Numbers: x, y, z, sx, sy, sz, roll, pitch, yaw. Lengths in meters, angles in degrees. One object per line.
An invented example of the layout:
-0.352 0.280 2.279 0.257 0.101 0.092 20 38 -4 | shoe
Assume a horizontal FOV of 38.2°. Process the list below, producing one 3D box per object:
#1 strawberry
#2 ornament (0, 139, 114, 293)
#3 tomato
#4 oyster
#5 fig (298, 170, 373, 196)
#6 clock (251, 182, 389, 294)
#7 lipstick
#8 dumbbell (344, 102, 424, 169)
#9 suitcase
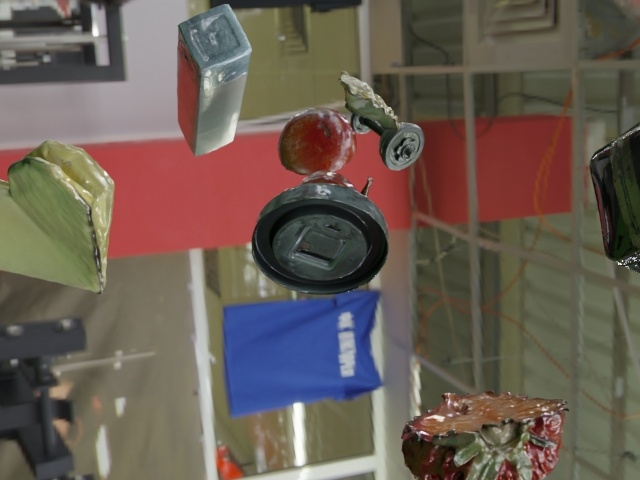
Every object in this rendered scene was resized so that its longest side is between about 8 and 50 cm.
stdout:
0.245 0.336 1.475 0.280 0.253 0.150 170 -90 -69 | strawberry
-0.299 -0.007 1.014 0.180 0.201 0.059 53 35 -24 | ornament
-0.013 -0.226 1.980 0.189 0.173 0.099 -98 176 -55 | tomato
0.079 -0.226 1.537 0.122 0.045 0.146 55 -10 -16 | oyster
0.023 -0.074 1.667 0.128 0.150 0.128 50 2 -2 | fig
0.000 0.000 1.509 0.049 0.226 0.226 -87 -173 -46 | clock
-0.142 -0.192 1.182 0.066 0.068 0.317 62 -14 7 | lipstick
0.131 -0.246 2.044 0.254 0.110 0.110 44 -41 42 | dumbbell
0.670 -0.116 1.598 0.434 0.194 0.283 -38 -139 44 | suitcase
